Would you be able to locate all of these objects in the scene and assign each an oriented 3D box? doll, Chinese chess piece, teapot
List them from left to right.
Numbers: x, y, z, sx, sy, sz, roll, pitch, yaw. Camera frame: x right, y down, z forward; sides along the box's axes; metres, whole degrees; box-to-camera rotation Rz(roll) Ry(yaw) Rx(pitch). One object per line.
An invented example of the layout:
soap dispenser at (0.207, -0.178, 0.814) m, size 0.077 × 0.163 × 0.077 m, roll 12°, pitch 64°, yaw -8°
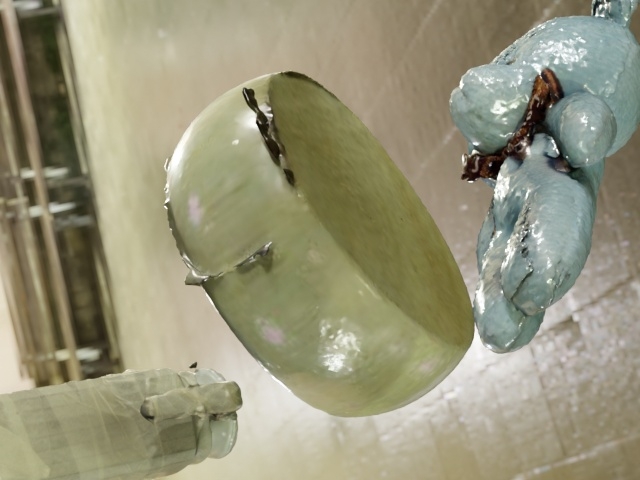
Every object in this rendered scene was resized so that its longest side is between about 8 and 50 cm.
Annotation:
teapot at (-0.143, 0.122, 0.821) m, size 0.107 × 0.200 × 0.077 m, roll -35°, pitch 68°, yaw 46°
Chinese chess piece at (0.000, 0.000, 0.796) m, size 0.238 × 0.092 × 0.238 m, roll 47°, pitch -158°, yaw -25°
doll at (0.081, -0.034, 0.513) m, size 0.075 × 0.180 × 0.120 m, roll 34°, pitch 133°, yaw 0°
